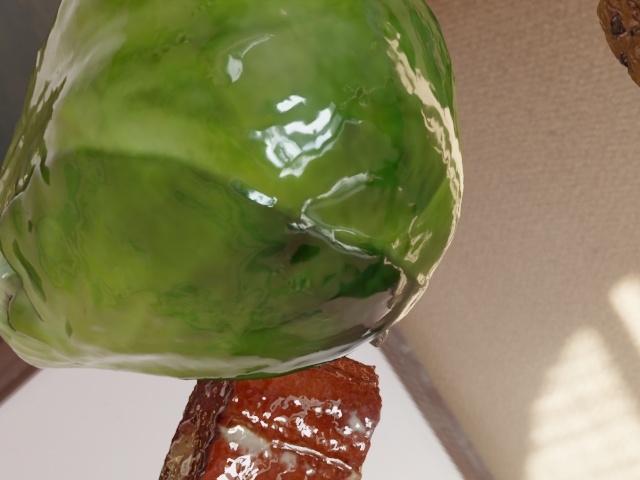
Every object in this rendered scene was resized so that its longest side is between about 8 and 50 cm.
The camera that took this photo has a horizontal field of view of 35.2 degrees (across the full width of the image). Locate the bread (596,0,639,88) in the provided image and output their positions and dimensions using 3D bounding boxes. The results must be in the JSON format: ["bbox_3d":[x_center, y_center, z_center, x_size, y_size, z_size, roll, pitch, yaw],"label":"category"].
[{"bbox_3d":[0.414,-0.262,1.136,0.143,0.158,0.149,101,157,-47],"label":"bread"}]

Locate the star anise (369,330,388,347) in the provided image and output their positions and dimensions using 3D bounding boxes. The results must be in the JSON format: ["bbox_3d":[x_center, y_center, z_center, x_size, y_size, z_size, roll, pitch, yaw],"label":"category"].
[{"bbox_3d":[0.001,-0.002,1.186,0.282,0.212,0.129,50,127,27],"label":"star anise"}]

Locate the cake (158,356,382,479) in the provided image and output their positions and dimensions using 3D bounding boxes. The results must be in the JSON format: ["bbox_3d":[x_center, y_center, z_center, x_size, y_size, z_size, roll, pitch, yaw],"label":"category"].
[{"bbox_3d":[-0.058,0.212,0.889,0.151,0.282,0.177,19,160,-11],"label":"cake"}]

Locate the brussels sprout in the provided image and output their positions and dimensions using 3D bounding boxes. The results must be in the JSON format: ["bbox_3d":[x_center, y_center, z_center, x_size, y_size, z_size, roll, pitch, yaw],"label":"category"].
[{"bbox_3d":[-0.054,-0.032,0.522,0.219,0.271,0.210,27,-139,-57],"label":"brussels sprout"}]
